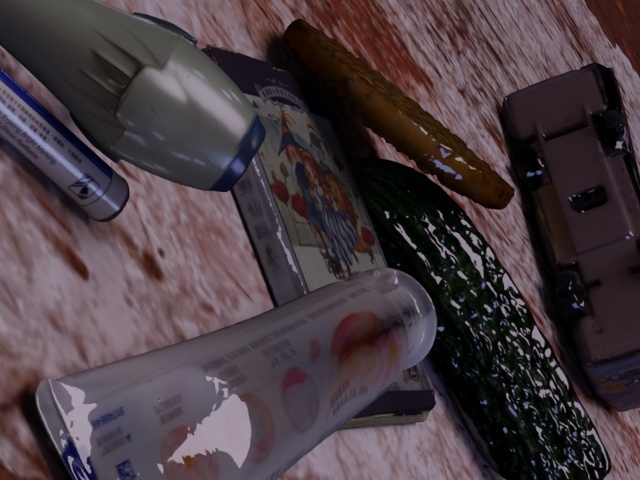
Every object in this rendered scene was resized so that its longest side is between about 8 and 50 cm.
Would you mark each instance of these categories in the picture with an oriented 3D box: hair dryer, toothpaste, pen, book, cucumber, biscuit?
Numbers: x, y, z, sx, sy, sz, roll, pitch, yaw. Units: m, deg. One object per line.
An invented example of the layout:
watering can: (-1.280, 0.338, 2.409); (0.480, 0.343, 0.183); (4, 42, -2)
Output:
hair dryer: (-0.116, -0.101, 0.922); (0.167, 0.067, 0.199); (35, 6, -25)
toothpaste: (-0.029, 0.074, 0.918); (0.323, 0.066, 0.100); (-24, 91, -63)
pen: (-0.150, -0.071, 0.836); (0.204, 0.025, 0.025); (46, 27, -43)
book: (0.001, 0.000, 1.141); (0.157, 0.026, 0.231); (9, 58, -67)
cucumber: (0.100, 0.052, 1.257); (0.265, 0.077, 0.077); (61, 20, -12)
biscuit: (0.050, -0.080, 1.262); (0.188, 0.027, 0.188); (39, 8, -7)

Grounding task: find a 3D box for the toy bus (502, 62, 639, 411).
toy bus: (0.248, 0.000, 1.672); (0.138, 0.112, 0.317); (58, 19, -50)
